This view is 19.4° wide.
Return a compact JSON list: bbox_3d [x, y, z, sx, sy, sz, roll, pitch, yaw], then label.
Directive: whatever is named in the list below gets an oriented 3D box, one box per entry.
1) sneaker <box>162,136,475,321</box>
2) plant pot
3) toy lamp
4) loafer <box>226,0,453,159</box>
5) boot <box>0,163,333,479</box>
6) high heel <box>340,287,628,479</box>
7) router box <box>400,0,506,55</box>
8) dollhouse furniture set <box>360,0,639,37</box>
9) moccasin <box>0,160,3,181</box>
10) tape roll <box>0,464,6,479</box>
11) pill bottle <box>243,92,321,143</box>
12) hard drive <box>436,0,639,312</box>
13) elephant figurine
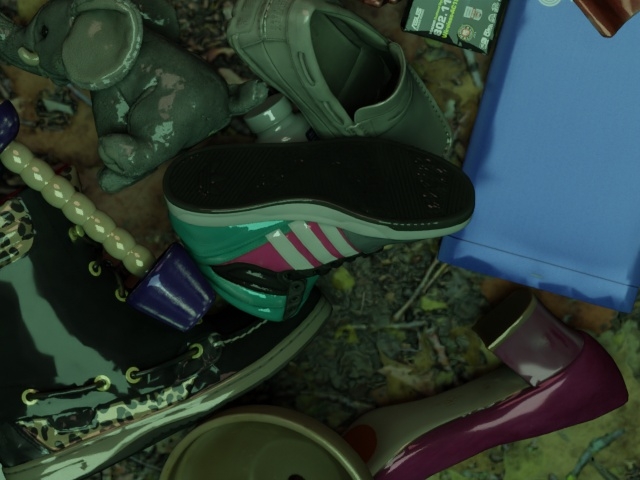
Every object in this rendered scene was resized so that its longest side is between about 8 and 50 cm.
[{"bbox_3d":[0.000,0.000,1.827,0.295,0.124,0.178,3,143,4],"label":"sneaker"},{"bbox_3d":[-0.038,0.264,1.894,0.237,0.110,0.237,6,110,17],"label":"plant pot"},{"bbox_3d":[-0.216,-0.018,1.787,0.274,0.080,0.080,42,100,-5],"label":"toy lamp"},{"bbox_3d":[0.039,-0.145,1.802,0.319,0.111,0.112,31,76,-46],"label":"loafer"},{"bbox_3d":[-0.201,0.055,1.889,0.377,0.138,0.284,-28,97,-11],"label":"boot"},{"bbox_3d":[0.148,0.230,1.992,0.377,0.127,0.181,-41,113,14],"label":"high heel"},{"bbox_3d":[0.141,-0.256,1.873,0.092,0.038,0.122,15,106,-7],"label":"router box"},{"bbox_3d":[0.163,-0.296,1.746,0.374,0.152,0.201,17,102,9],"label":"dollhouse furniture set"},{"bbox_3d":[-0.462,-0.139,1.815,0.342,0.138,0.117,23,100,-12],"label":"moccasin"},{"bbox_3d":[-0.510,0.190,1.950,0.392,0.072,0.392,-1,107,-4],"label":"tape roll"},{"bbox_3d":[-0.027,-0.087,1.900,0.067,0.067,0.120,-30,108,6],"label":"pill bottle"},{"bbox_3d":[0.261,-0.103,1.912,0.210,0.040,0.319,15,107,3],"label":"hard drive"},{"bbox_3d":[-0.207,-0.180,1.821,0.186,0.169,0.239,-32,92,-24],"label":"elephant figurine"}]
